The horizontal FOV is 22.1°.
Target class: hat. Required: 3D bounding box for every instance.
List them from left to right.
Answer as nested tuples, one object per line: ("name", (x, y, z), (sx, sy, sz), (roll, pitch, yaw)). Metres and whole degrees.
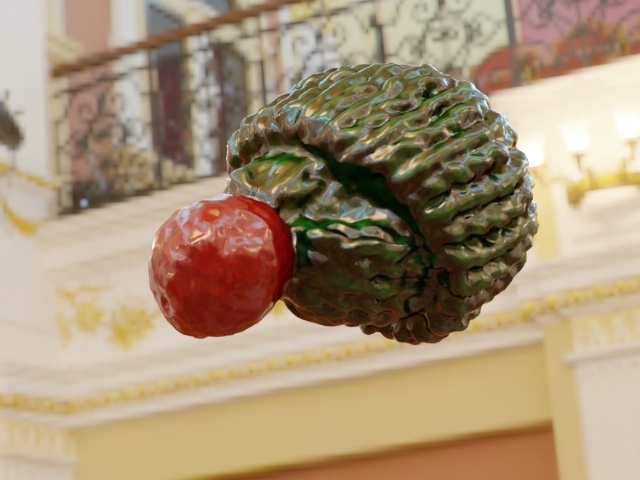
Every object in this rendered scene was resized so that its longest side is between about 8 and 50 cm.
("hat", (0.000, 0.000, 1.381), (0.274, 0.242, 0.332), (1, 26, 46))
